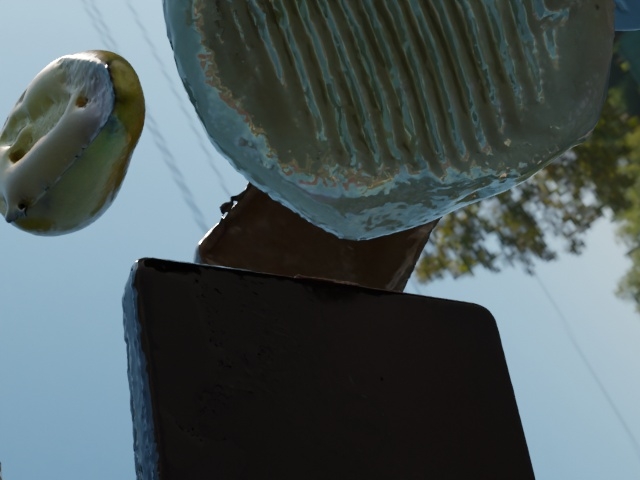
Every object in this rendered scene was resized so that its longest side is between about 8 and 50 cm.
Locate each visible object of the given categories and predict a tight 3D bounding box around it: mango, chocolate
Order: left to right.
[{"bbox_3d":[-0.143,-0.057,0.648,0.066,0.187,0.101,13,-112,-28],"label":"mango"},{"bbox_3d":[0.000,0.000,0.929,0.161,0.083,0.261,37,-133,2],"label":"chocolate"}]

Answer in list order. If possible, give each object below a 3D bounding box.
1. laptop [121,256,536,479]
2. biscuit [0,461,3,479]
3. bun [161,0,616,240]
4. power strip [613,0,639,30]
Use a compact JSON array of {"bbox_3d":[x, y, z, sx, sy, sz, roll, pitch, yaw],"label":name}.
[{"bbox_3d":[0.012,0.088,0.486,0.207,0.026,0.154,10,-123,-36],"label":"laptop"},{"bbox_3d":[-0.371,0.268,0.920,0.213,0.274,0.091,42,169,42],"label":"biscuit"},{"bbox_3d":[0.030,-0.116,0.562,0.231,0.231,0.133,55,-178,-3],"label":"bun"},{"bbox_3d":[0.196,-0.216,0.799,0.167,0.054,0.253,28,168,13],"label":"power strip"}]
